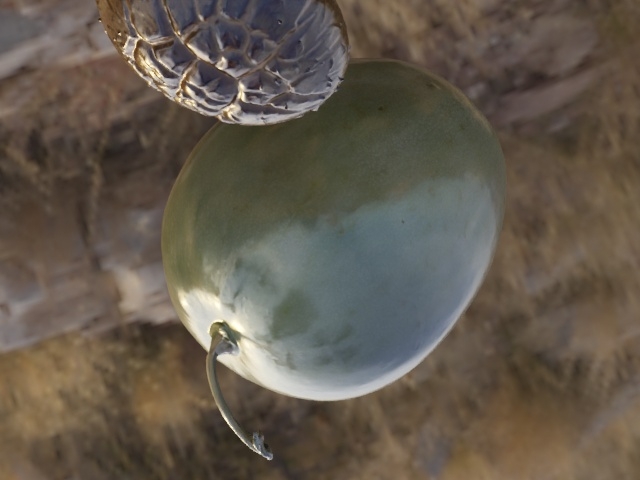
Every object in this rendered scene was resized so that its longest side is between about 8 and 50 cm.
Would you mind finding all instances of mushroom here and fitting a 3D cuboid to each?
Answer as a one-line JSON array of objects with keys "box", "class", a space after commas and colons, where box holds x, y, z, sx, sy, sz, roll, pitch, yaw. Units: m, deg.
[{"box": [-0.047, -0.104, 0.807, 0.126, 0.085, 0.109, 14, 173, 13], "class": "mushroom"}]

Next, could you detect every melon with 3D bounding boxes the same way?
[{"box": [0.011, -0.009, 1.344, 0.308, 0.272, 0.272, -21, 167, -35], "class": "melon"}]
